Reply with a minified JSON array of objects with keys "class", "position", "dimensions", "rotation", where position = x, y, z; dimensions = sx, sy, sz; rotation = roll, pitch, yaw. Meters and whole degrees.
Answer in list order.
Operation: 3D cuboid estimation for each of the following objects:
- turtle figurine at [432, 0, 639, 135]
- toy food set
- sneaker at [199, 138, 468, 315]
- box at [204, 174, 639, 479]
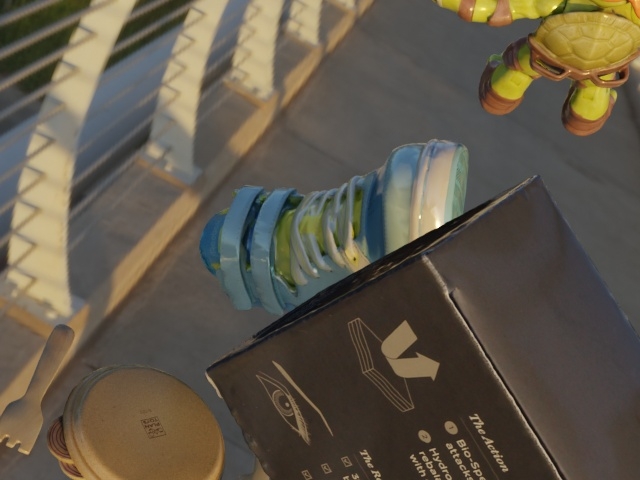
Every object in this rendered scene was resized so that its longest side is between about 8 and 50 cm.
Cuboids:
[{"class":"turtle figurine","position":[0.196,-0.143,0.698],"dimensions":[0.270,0.217,0.087],"rotation":[0,73,0]},{"class":"toy food set","position":[-0.128,0.146,0.701],"dimensions":[0.192,0.038,0.132],"rotation":[29,35,-12]},{"class":"sneaker","position":[0.000,0.000,0.781],"dimensions":[0.208,0.319,0.127],"rotation":[12,70,3]},{"class":"box","position":[0.058,0.081,0.432],"dimensions":[0.093,0.158,0.156],"rotation":[-32,90,-44]}]
